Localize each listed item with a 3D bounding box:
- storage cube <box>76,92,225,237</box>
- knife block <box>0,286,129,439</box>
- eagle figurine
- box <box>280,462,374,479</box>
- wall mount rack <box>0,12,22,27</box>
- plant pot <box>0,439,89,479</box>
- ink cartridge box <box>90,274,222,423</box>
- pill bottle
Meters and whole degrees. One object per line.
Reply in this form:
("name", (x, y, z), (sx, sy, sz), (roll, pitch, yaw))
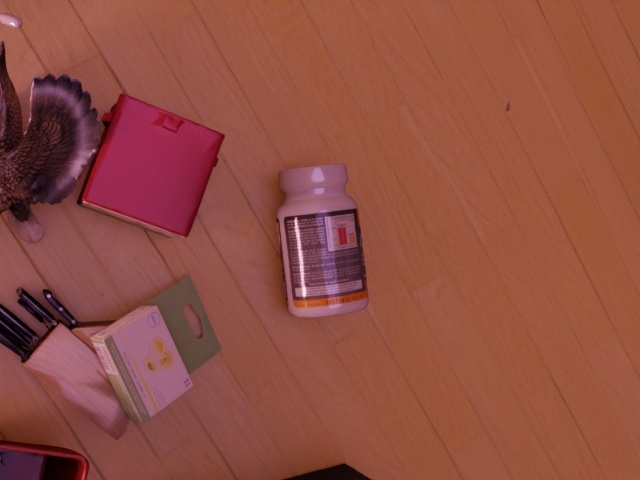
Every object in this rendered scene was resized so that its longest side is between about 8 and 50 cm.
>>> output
("storage cube", (-0.301, -0.122, 1.452), (0.215, 0.183, 0.193), (22, 83, -19))
("knife block", (-0.467, 0.216, 1.441), (0.242, 0.088, 0.276), (-3, 91, -19))
("eagle figurine", (-0.505, -0.145, 1.355), (0.226, 0.225, 0.298), (33, 80, -16))
("box", (-0.084, 0.710, 1.466), (0.471, 0.297, 0.480), (-9, 92, -18))
("wall mount rack", (-0.657, -0.315, 1.274), (0.304, 0.130, 0.350), (28, 79, -22))
("plant pot", (-0.543, 0.437, 1.334), (0.267, 0.236, 0.267), (14, 85, -19))
("ink cartridge box", (-0.274, 0.188, 1.473), (0.235, 0.056, 0.171), (-34, 111, -38))
("pill bottle", (0.000, 0.000, 1.572), (0.162, 0.162, 0.278), (-7, 92, -20))
